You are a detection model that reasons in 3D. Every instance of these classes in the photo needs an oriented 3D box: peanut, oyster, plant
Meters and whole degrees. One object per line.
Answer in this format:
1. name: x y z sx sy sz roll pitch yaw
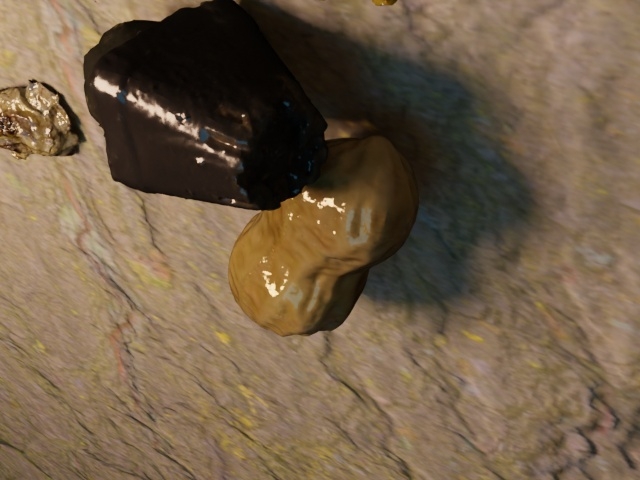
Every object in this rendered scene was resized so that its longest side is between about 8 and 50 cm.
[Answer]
1. peanut: 0.000 0.000 1.026 0.149 0.149 0.313 36 141 -2
2. oyster: -0.354 -0.130 1.247 0.166 0.053 0.108 0 144 31
3. plant: -0.110 -0.121 0.934 0.256 0.164 0.142 28 142 38

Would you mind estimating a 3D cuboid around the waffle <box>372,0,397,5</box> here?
1. waffle: 0.033 -0.277 0.727 0.293 0.069 0.259 -2 134 38
